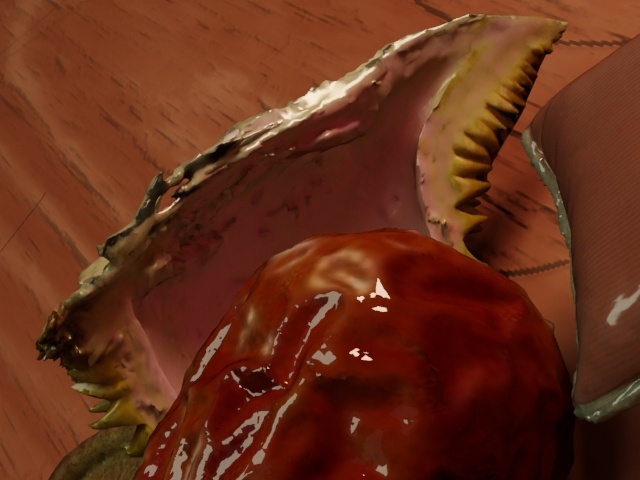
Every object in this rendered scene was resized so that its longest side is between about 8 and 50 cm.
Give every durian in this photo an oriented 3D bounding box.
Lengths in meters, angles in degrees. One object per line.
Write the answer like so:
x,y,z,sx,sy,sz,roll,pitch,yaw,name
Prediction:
-0.012,0.008,0.988,0.305,0.185,0.195,-44,13,-21,durian

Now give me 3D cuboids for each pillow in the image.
0.165,-0.026,0.792,0.171,0.075,0.179,-35,36,30,pillow

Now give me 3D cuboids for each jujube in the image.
0.006,0.117,0.809,0.250,0.174,0.174,-59,25,-16,jujube

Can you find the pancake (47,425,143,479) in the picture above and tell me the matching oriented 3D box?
-0.147,0.196,1.172,0.199,0.021,0.199,-40,32,32,pancake
